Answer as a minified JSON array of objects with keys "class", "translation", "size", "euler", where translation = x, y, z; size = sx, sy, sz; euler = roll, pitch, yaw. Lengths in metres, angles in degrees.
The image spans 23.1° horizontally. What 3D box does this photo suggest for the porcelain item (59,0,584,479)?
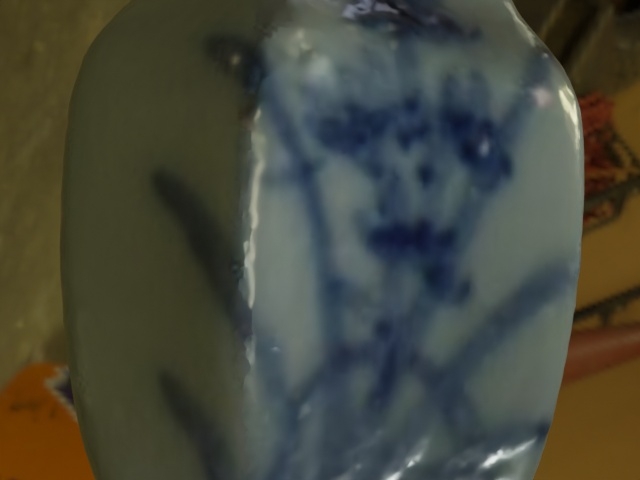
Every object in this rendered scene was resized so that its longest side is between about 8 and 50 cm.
[{"class":"porcelain item","translation":[0.000,0.000,0.722],"size":[0.178,0.243,0.405],"euler":[-8,-101,60]}]
